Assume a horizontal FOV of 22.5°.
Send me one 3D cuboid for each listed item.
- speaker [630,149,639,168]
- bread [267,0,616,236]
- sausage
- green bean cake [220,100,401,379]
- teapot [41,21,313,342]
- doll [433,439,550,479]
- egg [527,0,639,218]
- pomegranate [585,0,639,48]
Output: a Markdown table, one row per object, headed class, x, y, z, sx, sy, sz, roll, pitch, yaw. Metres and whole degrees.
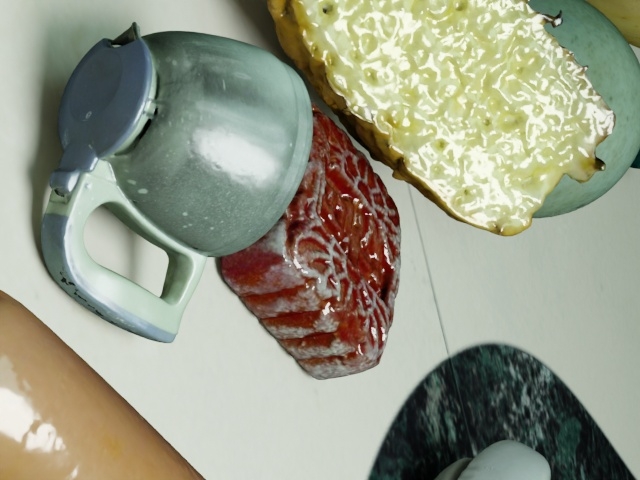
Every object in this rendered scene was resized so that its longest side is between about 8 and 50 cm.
| class | x | y | z | sx | sy | sz | roll | pitch | yaw |
| --- | --- | --- | --- | --- | --- | --- | --- | --- | --- |
| speaker | 0.339 | -0.111 | 1.695 | 0.094 | 0.060 | 0.075 | 114 | -28 | -74 |
| bread | 0.069 | -0.116 | 0.997 | 0.229 | 0.143 | 0.139 | 50 | 2 | -17 |
| sausage | -0.092 | 0.123 | 0.703 | 0.289 | 0.086 | 0.086 | 52 | 36 | -39 |
| green bean cake | 0.000 | 0.000 | 0.967 | 0.135 | 0.056 | 0.135 | 52 | 36 | -43 |
| teapot | -0.085 | -0.041 | 0.799 | 0.108 | 0.149 | 0.111 | 24 | 18 | -41 |
| doll | 0.115 | 0.226 | 1.029 | 0.258 | 0.153 | 0.195 | 16 | 83 | -43 |
| egg | 0.148 | -0.102 | 1.172 | 0.236 | 0.169 | 0.169 | 24 | 58 | -61 |
| pomegranate | 0.374 | -0.326 | 1.549 | 0.319 | 0.319 | 0.319 | 35 | 49 | -54 |
